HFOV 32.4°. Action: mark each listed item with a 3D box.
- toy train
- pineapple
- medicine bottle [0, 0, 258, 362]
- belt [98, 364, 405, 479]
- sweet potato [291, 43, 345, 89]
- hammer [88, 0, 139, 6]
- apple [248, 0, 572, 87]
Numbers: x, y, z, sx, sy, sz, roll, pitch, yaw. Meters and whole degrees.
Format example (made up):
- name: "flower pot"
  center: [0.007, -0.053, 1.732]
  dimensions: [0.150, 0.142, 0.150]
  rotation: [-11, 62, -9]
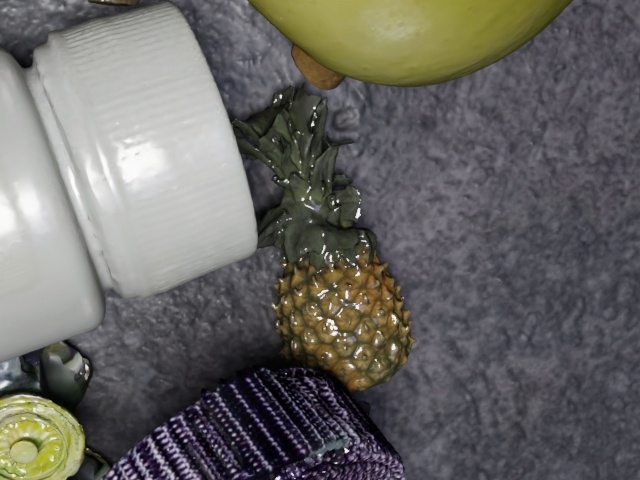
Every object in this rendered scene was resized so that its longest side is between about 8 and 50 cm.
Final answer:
- name: "toy train"
  center: [-0.259, 0.188, 0.869]
  dimensions: [0.178, 0.134, 0.260]
  rotation: [-10, 113, -5]
- name: "pineapple"
  center: [0.000, 0.000, 0.878]
  dimensions: [0.125, 0.125, 0.251]
  rotation: [-19, 108, -6]
- name: "medicine bottle"
  center: [-0.246, -0.016, 0.742]
  dimensions: [0.372, 0.211, 0.211]
  rotation: [-21, 113, -12]
- name: "belt"
  center: [-0.076, 0.236, 0.816]
  dimensions: [0.260, 0.122, 0.324]
  rotation: [3, 126, -51]
- name: "sweet potato"
  center: [0.123, -0.263, 0.811]
  dimensions: [0.385, 0.109, 0.109]
  rotation: [-36, 114, 14]
- name: "hammer"
  center: [-0.131, -0.337, 0.706]
  dimensions: [0.111, 0.043, 0.365]
  rotation: [-2, 99, -29]
- name: "apple"
  center: [0.041, -0.248, 0.668]
  dimensions: [0.258, 0.233, 0.295]
  rotation: [-37, 83, 24]
